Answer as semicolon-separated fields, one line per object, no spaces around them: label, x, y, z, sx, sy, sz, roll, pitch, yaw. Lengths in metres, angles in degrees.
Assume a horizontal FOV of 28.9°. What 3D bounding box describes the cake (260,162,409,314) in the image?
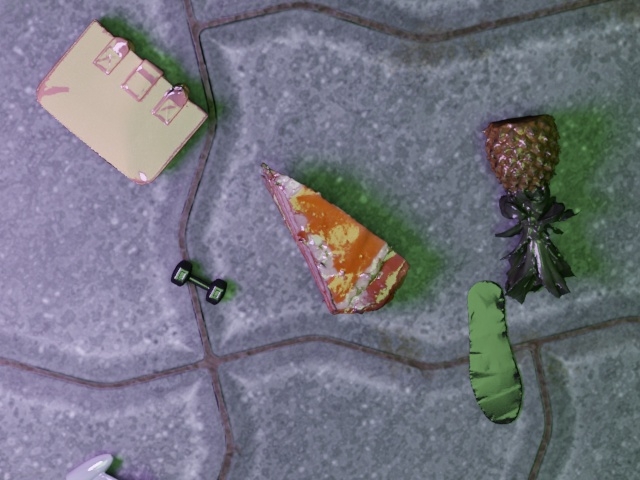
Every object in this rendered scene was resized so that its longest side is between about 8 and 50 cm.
cake;0.000;0.001;1.821;0.287;0.098;0.135;44;92;-10

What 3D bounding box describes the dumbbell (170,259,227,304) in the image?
dumbbell;-0.180;0.063;1.845;0.083;0.040;0.036;29;65;-9

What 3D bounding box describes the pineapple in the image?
pineapple;0.305;-0.044;1.839;0.130;0.119;0.277;-15;102;-22

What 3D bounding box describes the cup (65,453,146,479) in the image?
cup;-0.293;0.466;1.837;0.173;0.167;0.299;-36;74;10

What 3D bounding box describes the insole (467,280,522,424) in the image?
insole;0.264;0.175;1.921;0.080;0.003;0.232;-11;99;-4

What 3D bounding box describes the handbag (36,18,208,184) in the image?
handbag;-0.285;-0.197;1.785;0.212;0.059;0.157;39;94;-11
